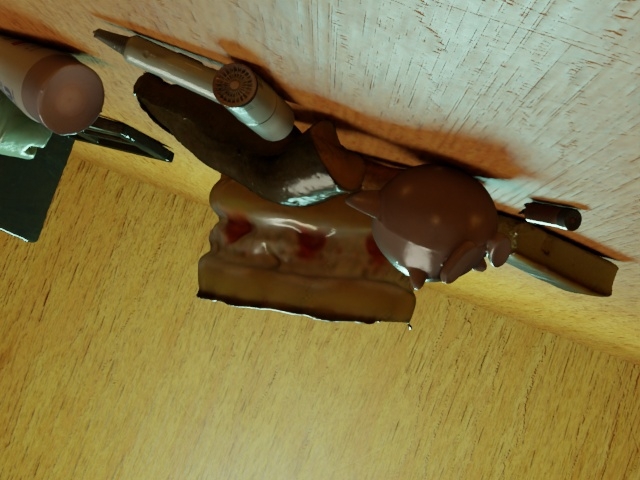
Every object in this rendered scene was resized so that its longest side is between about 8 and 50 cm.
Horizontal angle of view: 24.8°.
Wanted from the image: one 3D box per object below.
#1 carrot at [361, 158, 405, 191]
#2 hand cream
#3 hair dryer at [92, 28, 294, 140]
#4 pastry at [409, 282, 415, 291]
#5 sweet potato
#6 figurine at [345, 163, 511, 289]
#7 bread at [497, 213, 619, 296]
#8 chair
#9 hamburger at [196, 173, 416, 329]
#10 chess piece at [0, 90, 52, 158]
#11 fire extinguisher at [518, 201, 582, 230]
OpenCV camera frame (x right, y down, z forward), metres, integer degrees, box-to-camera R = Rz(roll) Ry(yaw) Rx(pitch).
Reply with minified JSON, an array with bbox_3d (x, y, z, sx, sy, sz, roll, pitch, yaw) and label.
[{"bbox_3d":[0.084,-0.058,1.531,0.191,0.047,0.047,21,178,39],"label":"carrot"},{"bbox_3d":[-0.335,-0.195,1.666,0.133,0.083,0.248,24,-174,-45],"label":"hand cream"},{"bbox_3d":[-0.120,-0.151,1.316,0.183,0.044,0.155,25,177,14],"label":"hair dryer"},{"bbox_3d":[0.037,0.010,2.170,0.265,0.133,0.265,19,178,1],"label":"pastry"},{"bbox_3d":[-0.071,-0.106,1.459,0.286,0.085,0.112,31,149,34],"label":"sweet potato"},{"bbox_3d":[0.107,-0.014,1.398,0.138,0.125,0.125,33,-176,33],"label":"figurine"},{"bbox_3d":[0.229,0.007,1.641,0.226,0.049,0.088,23,176,-33],"label":"bread"},{"bbox_3d":[-0.489,-0.114,2.419,0.416,0.240,0.203,20,175,26],"label":"chair"},{"bbox_3d":[0.000,0.000,1.705,0.261,0.186,0.303,8,176,25],"label":"hamburger"},{"bbox_3d":[-0.490,-0.189,1.847,0.299,0.194,0.195,11,-177,-39],"label":"chess piece"},{"bbox_3d":[0.220,-0.025,1.405,0.028,0.022,0.083,-12,-168,-25],"label":"fire extinguisher"}]
